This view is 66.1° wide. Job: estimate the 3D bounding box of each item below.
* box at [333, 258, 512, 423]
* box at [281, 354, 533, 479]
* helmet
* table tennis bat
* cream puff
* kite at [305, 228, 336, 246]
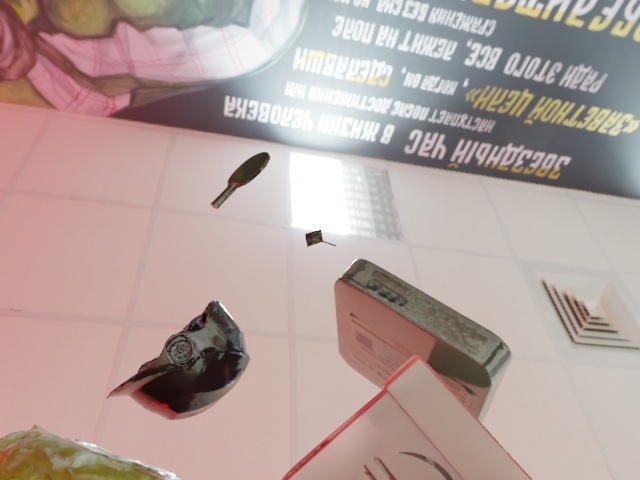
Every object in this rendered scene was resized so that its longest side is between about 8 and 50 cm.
[{"bbox_3d":[0.212,0.263,1.144,0.396,0.396,0.111,32,-123,28],"label":"box"},{"bbox_3d":[0.161,0.429,0.833,0.300,0.312,0.314,-39,-114,-8],"label":"box"},{"bbox_3d":[-0.277,0.282,1.059,0.177,0.225,0.305,48,-129,-4],"label":"helmet"},{"bbox_3d":[-0.159,-0.122,0.976,0.095,0.014,0.158,13,-122,51],"label":"table tennis bat"},{"bbox_3d":[-0.376,0.471,0.762,0.378,0.378,0.275,22,-118,3],"label":"cream puff"},{"bbox_3d":[0.002,-0.005,0.999,0.078,0.044,0.002,-1,-145,-25],"label":"kite"}]
